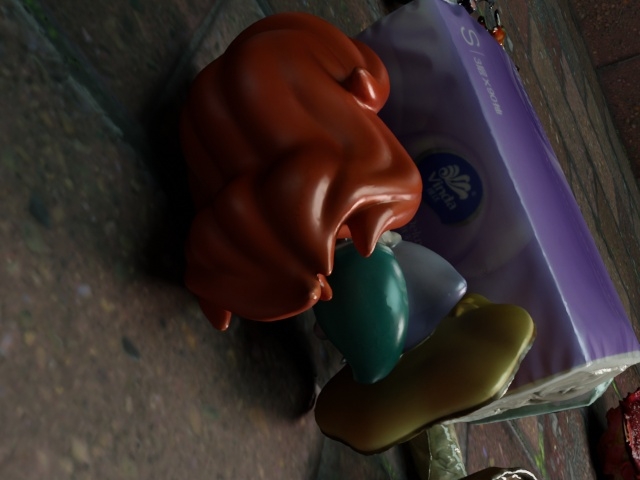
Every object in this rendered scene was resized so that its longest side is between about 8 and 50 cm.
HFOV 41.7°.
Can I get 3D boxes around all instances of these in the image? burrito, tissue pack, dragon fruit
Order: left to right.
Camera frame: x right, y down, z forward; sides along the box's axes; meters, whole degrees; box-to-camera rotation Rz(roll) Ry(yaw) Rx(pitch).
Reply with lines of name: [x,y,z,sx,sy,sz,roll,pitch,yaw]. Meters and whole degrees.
burrito: [0.096,0.166,0.738,0.058,0.045,0.188,72,4,-80]
tissue pack: [0.146,-0.016,0.756,0.242,0.160,0.338,10,56,-60]
dragon fruit: [0.533,0.368,1.379,0.262,0.162,0.189,-62,159,-51]

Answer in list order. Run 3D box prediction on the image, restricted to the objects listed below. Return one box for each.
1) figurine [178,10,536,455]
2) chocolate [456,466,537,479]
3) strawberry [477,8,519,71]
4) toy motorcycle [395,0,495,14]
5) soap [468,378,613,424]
figurine: [0.008,-0.005,0.526,0.208,0.181,0.257,-44,111,-29]
chocolate: [0.119,0.286,0.638,0.148,0.093,0.214,-17,89,-48]
strawberry: [0.193,-0.179,1.092,0.167,0.087,0.208,55,48,-36]
toy motorcycle: [0.144,-0.361,1.077,0.173,0.108,0.307,53,32,-19]
soap: [0.209,0.058,0.900,0.094,0.150,0.262,14,62,-64]
